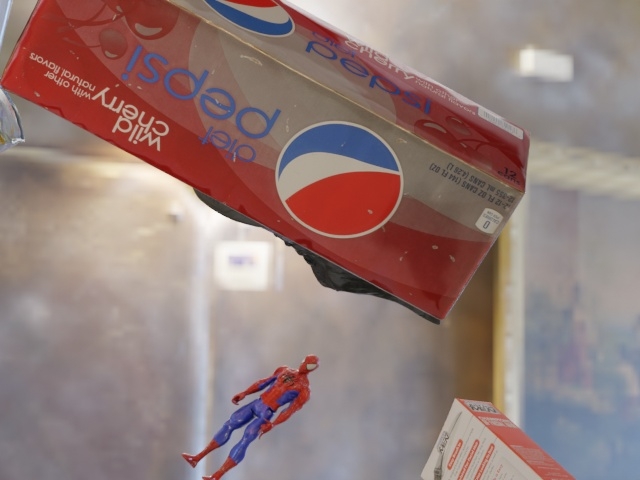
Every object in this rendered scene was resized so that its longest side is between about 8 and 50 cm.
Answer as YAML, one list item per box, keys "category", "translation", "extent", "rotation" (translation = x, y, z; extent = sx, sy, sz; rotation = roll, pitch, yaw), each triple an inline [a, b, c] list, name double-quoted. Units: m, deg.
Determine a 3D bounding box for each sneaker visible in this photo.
- category: "sneaker"
  translation: [0.001, -0.002, 1.175]
  extent: [0.170, 0.051, 0.089]
  rotation: [13, -34, 17]

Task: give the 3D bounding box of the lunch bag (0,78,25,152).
- category: "lunch bag"
  translation: [-0.210, -0.064, 1.052]
  extent: [0.071, 0.053, 0.083]
  rotation: [-22, 2, 1]

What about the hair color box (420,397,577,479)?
- category: "hair color box"
  translation: [0.174, 0.232, 1.765]
  extent: [0.053, 0.093, 0.167]
  rotation: [10, 21, -37]

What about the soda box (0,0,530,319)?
- category: "soda box"
  translation: [-0.025, -0.068, 0.965]
  extent: [0.263, 0.092, 0.083]
  rotation: [29, 27, -5]

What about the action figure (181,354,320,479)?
- category: "action figure"
  translation: [-0.044, 0.121, 1.279]
  extent: [0.038, 0.115, 0.030]
  rotation: [43, -8, 30]

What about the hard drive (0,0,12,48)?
- category: "hard drive"
  translation: [-0.285, -0.226, 1.302]
  extent: [0.040, 0.307, 0.203]
  rotation: [25, 17, 30]
